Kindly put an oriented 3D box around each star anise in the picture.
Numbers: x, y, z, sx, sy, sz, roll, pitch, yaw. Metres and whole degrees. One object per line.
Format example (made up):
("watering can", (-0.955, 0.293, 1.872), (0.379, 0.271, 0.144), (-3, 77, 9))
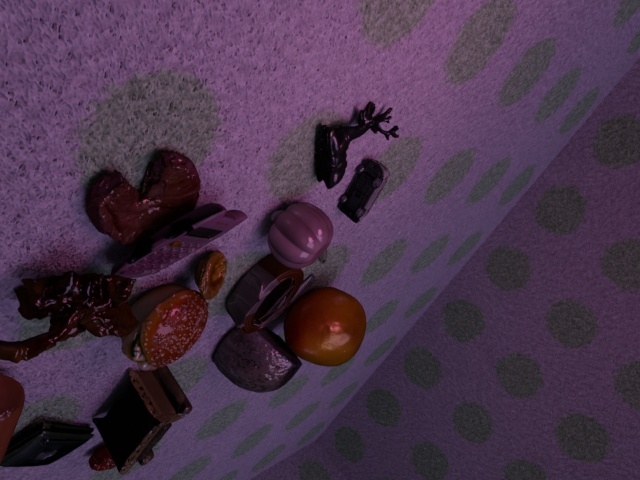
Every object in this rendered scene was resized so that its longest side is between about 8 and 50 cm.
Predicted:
("star anise", (-0.492, 0.137, 0.936), (0.237, 0.148, 0.346), (-27, 170, 31))

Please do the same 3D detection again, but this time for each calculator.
("calculator", (-0.304, 0.005, 1.062), (0.294, 0.043, 0.194), (-31, 173, 7))

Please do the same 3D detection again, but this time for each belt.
("belt", (-0.166, 0.156, 1.495), (0.261, 0.105, 0.184), (-46, 152, 7))

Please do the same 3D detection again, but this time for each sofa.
("sofa", (-0.492, 0.502, 1.445), (0.258, 0.200, 0.182), (-52, 151, 14))

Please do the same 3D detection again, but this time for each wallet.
("wallet", (-0.733, 0.551, 1.346), (0.160, 0.055, 0.236), (-33, 154, -7))

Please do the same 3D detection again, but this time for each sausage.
("sausage", (-0.723, 0.413, 1.070), (0.121, 0.121, 0.304), (-6, 138, -52))

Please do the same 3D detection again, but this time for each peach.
("peach", (0.011, 0.297, 1.776), (0.308, 0.289, 0.289), (33, 104, -37))

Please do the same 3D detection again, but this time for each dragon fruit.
("dragon fruit", (-0.210, 0.419, 1.705), (0.204, 0.221, 0.283), (-49, 157, -3))

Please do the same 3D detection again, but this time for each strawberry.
("strawberry", (-0.681, 0.686, 1.590), (0.096, 0.083, 0.083), (3, 129, -54))

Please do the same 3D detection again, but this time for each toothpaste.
("toothpaste", (-0.094, 0.195, 1.739), (0.205, 0.036, 0.056), (-42, 155, -12))

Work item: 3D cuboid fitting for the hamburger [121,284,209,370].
("hamburger", (-0.374, 0.208, 1.228), (0.237, 0.147, 0.237), (-37, 155, -20))

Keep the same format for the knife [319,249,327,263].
("knife", (0.001, 0.001, 1.596), (0.043, 0.020, 0.293), (-32, 152, -18))

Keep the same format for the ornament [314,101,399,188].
("ornament", (0.100, -0.248, 1.291), (0.236, 0.080, 0.202), (-32, 148, -23))

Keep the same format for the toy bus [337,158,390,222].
("toy bus", (0.135, -0.151, 1.486), (0.089, 0.087, 0.193), (-22, 147, -50))

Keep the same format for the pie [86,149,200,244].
("pie", (-0.329, -0.078, 0.965), (0.219, 0.054, 0.204), (-35, 153, -16))

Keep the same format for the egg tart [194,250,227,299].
("egg tart", (-0.276, 0.087, 1.257), (0.130, 0.052, 0.130), (11, 90, -78))

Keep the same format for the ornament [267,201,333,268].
("ornament", (-0.060, -0.019, 1.340), (0.177, 0.177, 0.177), (-33, 152, -20))
